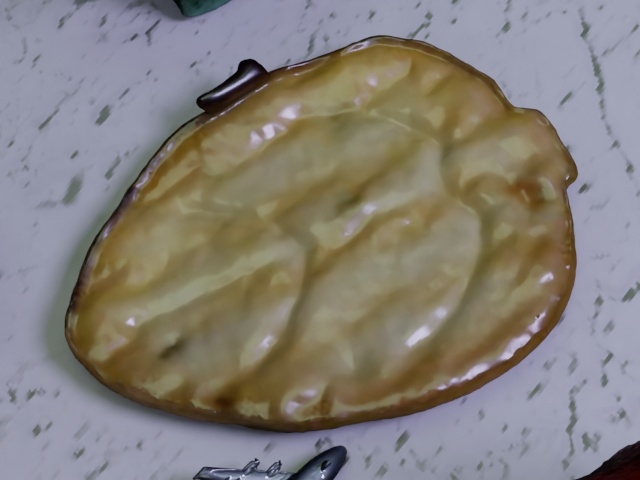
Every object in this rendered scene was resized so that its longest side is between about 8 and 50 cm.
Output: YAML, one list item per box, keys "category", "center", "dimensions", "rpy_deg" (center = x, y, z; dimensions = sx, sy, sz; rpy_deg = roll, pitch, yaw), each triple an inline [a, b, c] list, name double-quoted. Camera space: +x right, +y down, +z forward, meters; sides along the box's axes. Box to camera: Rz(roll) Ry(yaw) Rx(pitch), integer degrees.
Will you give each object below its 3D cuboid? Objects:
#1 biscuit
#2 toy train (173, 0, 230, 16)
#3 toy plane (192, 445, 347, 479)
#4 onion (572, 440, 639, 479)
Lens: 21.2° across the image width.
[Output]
- category: "biscuit"
  center: [0.000, 0.002, 0.828]
  dimensions: [0.260, 0.041, 0.203]
  rpy_deg: [-24, 67, -6]
- category: "toy train"
  center: [0.018, -0.270, 0.839]
  dimensions: [0.397, 0.253, 0.160]
  rpy_deg: [-31, 72, -11]
- category: "toy plane"
  center: [-0.017, 0.122, 0.773]
  dimensions: [0.083, 0.031, 0.078]
  rpy_deg: [-43, 83, -13]
- category: "onion"
  center: [0.197, 0.186, 0.591]
  dimensions: [0.337, 0.282, 0.260]
  rpy_deg: [21, 47, 25]
